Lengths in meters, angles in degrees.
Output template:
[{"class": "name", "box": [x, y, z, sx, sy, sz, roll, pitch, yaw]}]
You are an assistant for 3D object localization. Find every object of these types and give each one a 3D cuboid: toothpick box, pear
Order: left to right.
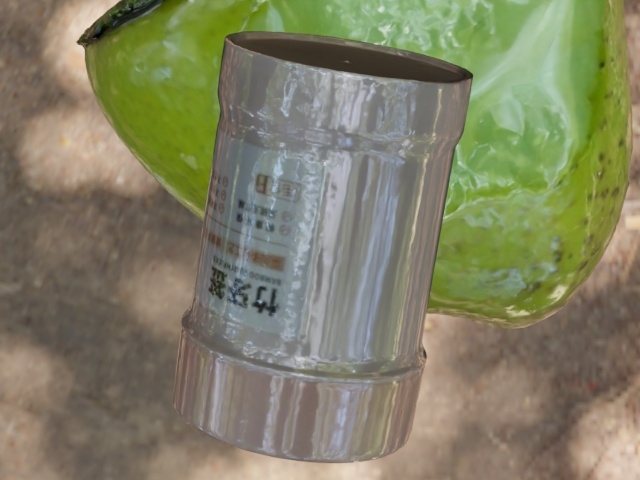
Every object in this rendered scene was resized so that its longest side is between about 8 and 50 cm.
[{"class": "toothpick box", "box": [0.000, 0.000, 0.659, 0.098, 0.098, 0.149, 10, 104, 1]}, {"class": "pear", "box": [0.043, -0.066, 0.862, 0.292, 0.159, 0.292, -1, 101, -8]}]
